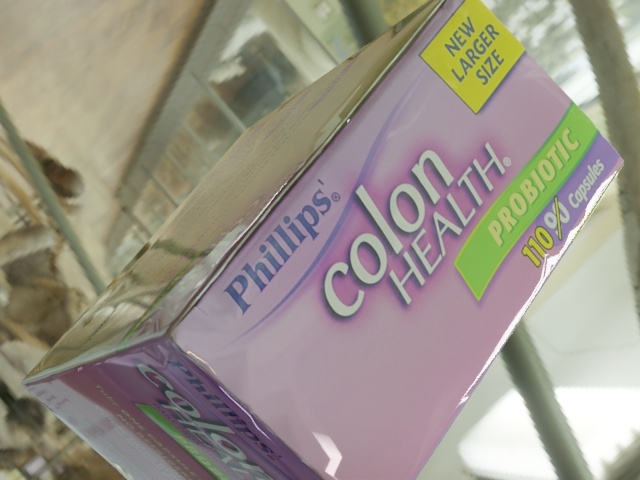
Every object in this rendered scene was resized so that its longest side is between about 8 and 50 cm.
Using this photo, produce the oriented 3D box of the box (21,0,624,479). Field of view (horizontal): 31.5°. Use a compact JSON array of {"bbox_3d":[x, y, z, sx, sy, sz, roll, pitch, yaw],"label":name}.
[{"bbox_3d":[-0.011,0.021,0.565,0.213,0.117,0.243,-51,-167,-26],"label":"box"}]
